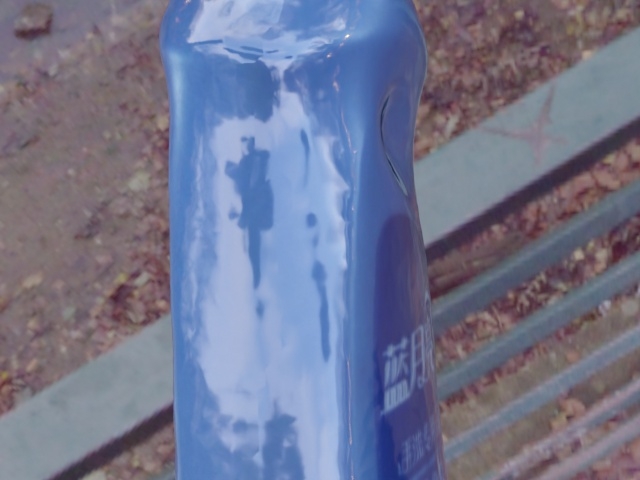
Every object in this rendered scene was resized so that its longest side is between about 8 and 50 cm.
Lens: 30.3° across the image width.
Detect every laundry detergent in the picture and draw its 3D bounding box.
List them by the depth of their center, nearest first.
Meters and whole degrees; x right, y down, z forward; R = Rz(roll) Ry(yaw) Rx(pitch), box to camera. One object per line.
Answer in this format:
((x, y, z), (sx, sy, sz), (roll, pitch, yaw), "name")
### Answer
((0.000, 0.000, 0.408), (0.094, 0.143, 0.289), (2, 100, 20), "laundry detergent")
